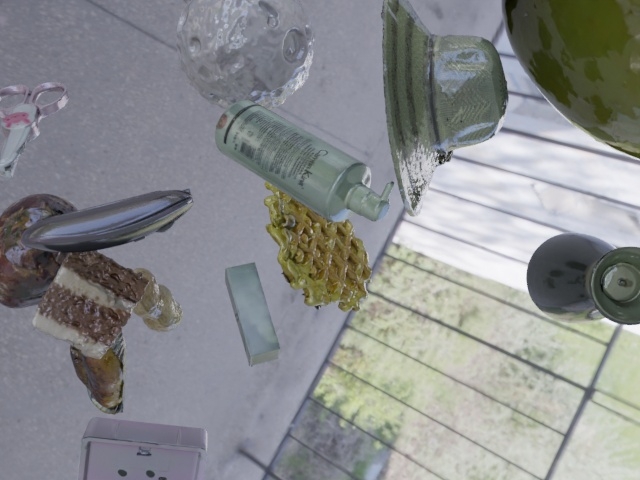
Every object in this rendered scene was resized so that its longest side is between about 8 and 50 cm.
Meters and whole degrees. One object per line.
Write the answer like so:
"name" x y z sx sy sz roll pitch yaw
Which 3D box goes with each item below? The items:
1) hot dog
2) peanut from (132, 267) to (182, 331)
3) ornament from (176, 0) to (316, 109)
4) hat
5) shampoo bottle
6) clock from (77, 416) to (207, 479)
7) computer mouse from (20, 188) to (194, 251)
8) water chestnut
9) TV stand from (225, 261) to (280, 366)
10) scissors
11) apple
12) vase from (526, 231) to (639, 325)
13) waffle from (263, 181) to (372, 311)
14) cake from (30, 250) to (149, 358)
"hot dog" -0.431 0.233 1.414 0.082 0.162 0.270 -20 147 -30
"peanut" -0.402 0.146 1.746 0.227 0.086 0.104 62 37 -56
"ornament" -0.172 -0.472 1.759 0.337 0.337 0.336 -27 128 -41
"hat" 0.138 -0.153 0.757 0.252 0.110 0.251 -4 90 -74
"shampoo bottle" -0.021 -0.094 0.938 0.085 0.262 0.085 -36 144 -32
"clock" -0.290 0.373 1.193 0.197 0.063 0.150 8 108 -9
"computer mouse" -0.284 -0.019 0.996 0.232 0.120 0.057 -15 90 -16
"water chestnut" -0.687 0.028 1.777 0.289 0.244 0.288 -11 90 -68
"TV stand" -0.189 0.201 2.003 0.088 0.269 0.082 -11 152 -15
"scissors" -0.459 -0.175 1.116 0.118 0.242 0.030 -5 132 -3
"apple" 0.444 -0.308 0.865 0.474 0.474 0.473 -27 128 -41
"vase" 0.472 0.067 1.241 0.321 0.173 0.173 38 76 -87
"waffle" -0.003 0.001 1.326 0.262 0.060 0.280 1 68 -57
"cake" -0.359 0.094 1.128 0.135 0.134 0.147 31 75 -14
